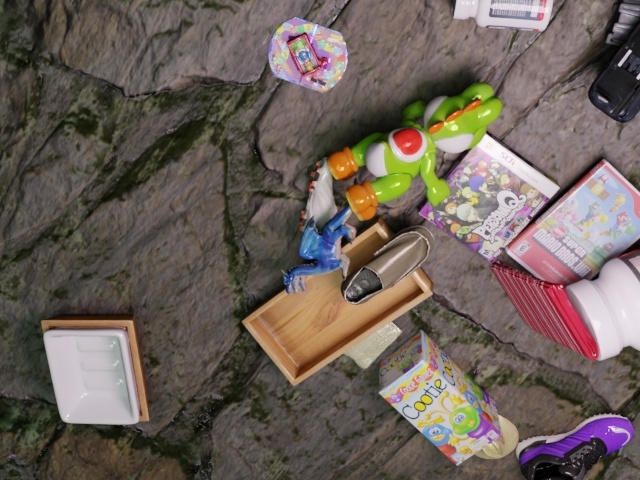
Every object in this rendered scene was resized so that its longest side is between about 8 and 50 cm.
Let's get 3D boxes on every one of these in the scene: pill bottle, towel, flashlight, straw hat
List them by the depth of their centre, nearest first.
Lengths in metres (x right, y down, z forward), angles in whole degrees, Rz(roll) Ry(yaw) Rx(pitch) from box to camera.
[{"bbox_3d":[0.722,-0.411,1.521,0.304,0.103,0.103,15,151,4],"label":"flashlight"},{"bbox_3d":[0.353,-0.468,1.526,0.180,0.108,0.107,5,113,3],"label":"pill bottle"},{"bbox_3d":[0.721,0.109,1.649,0.363,0.210,0.210,-21,110,3],"label":"pill bottle"},{"bbox_3d":[0.481,0.145,1.697,0.031,0.275,0.198,-36,106,-7],"label":"towel"},{"bbox_3d":[0.113,0.236,1.895,0.110,0.027,0.148,38,112,-9],"label":"towel"},{"bbox_3d":[0.427,0.508,1.960,0.145,0.061,0.144,2,113,5],"label":"straw hat"}]

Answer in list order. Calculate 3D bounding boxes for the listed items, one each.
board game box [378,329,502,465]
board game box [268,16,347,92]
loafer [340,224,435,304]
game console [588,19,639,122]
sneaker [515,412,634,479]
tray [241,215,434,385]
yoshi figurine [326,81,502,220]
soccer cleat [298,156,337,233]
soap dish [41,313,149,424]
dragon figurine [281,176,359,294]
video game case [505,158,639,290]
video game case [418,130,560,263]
[{"bbox_3d":[0.283,0.375,1.874,0.144,0.142,0.275,-42,103,20],"label":"board game box"},{"bbox_3d":[-0.028,-0.386,1.642,0.169,0.033,0.133,19,114,-3],"label":"board game box"},{"bbox_3d":[0.145,0.065,1.696,0.251,0.087,0.094,-42,94,19],"label":"loafer"},{"bbox_3d":[0.635,-0.399,1.472,0.213,0.044,0.361,36,102,5],"label":"game console"},{"bbox_3d":[0.627,0.527,1.901,0.293,0.146,0.102,-24,109,16],"label":"sneaker"},{"bbox_3d":[0.037,0.145,1.827,0.411,0.076,0.203,-36,96,20],"label":"tray"},{"bbox_3d":[0.208,-0.191,1.617,0.362,0.203,0.203,-30,120,12],"label":"yoshi figurine"},{"bbox_3d":[0.006,-0.095,1.749,0.076,0.068,0.196,11,118,-9],"label":"soccer cleat"},{"bbox_3d":[-0.549,0.313,1.948,0.229,0.118,0.290,-1,113,6],"label":"soap dish"},{"bbox_3d":[0.000,0.000,1.708,0.144,0.085,0.289,12,111,5],"label":"dragon figurine"},{"bbox_3d":[0.577,-0.017,1.719,0.204,0.025,0.285,37,111,-20],"label":"video game case"},{"bbox_3d":[0.366,-0.093,1.720,0.210,0.042,0.232,35,112,-9],"label":"video game case"}]
